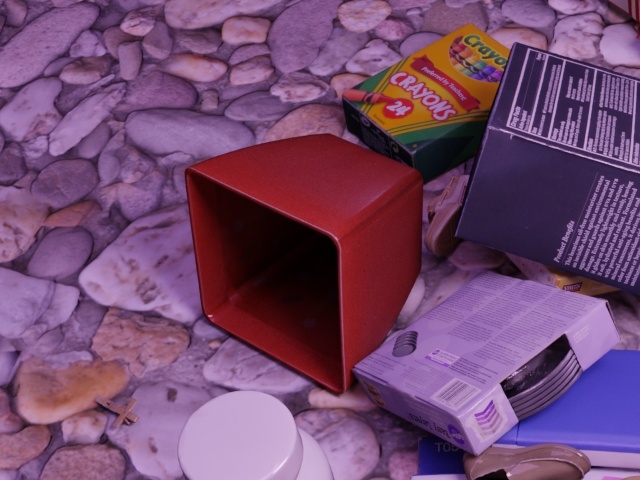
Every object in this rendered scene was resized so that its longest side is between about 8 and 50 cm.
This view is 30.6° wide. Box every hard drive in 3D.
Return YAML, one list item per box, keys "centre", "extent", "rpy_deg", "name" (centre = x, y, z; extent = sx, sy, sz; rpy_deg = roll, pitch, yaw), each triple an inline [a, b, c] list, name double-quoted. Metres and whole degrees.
- centre: [0.380, 0.200, 1.417]
  extent: [0.319, 0.040, 0.210]
  rpy_deg: [1, 27, 16]
  name: "hard drive"

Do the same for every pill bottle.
- centre: [-0.059, 0.302, 1.287]
  extent: [0.169, 0.301, 0.169]
  rpy_deg: [-7, 46, 7]
  name: "pill bottle"

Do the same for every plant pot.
- centre: [0.000, 0.000, 1.613]
  extent: [0.267, 0.267, 0.236]
  rpy_deg: [25, 45, 32]
  name: "plant pot"

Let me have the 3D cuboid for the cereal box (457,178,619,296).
- centre: [0.326, -0.013, 1.640]
  extent: [0.173, 0.047, 0.240]
  rpy_deg: [-8, 40, -26]
  name: "cereal box"

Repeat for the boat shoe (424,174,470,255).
- centre: [0.186, -0.039, 1.730]
  extent: [0.059, 0.063, 0.170]
  rpy_deg: [12, 41, 27]
  name: "boat shoe"

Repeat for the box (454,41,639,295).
- centre: [0.357, -0.100, 1.566]
  extent: [0.294, 0.182, 0.296]
  rpy_deg: [19, 34, 6]
  name: "box"

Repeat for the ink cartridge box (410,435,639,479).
- centre: [0.265, 0.339, 1.340]
  extent: [0.324, 0.071, 0.330]
  rpy_deg: [-5, 47, 9]
  name: "ink cartridge box"

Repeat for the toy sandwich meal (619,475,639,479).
- centre: [0.353, 0.298, 1.295]
  extent: [0.086, 0.029, 0.085]
  rpy_deg: [-3, 43, 3]
  name: "toy sandwich meal"

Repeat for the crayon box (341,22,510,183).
- centre: [0.220, -0.236, 1.893]
  extent: [0.319, 0.081, 0.202]
  rpy_deg: [-31, 47, -17]
  name: "crayon box"

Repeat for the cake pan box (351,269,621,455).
- centre: [0.205, 0.142, 1.468]
  extent: [0.246, 0.070, 0.267]
  rpy_deg: [-36, 22, -19]
  name: "cake pan box"

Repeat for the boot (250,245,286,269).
- centre: [-0.116, -0.019, 1.787]
  extent: [0.085, 0.059, 0.158]
  rpy_deg: [-30, 56, -19]
  name: "boot"

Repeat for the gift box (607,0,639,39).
- centre: [0.607, -0.457, 1.886]
  extent: [0.255, 0.258, 0.276]
  rpy_deg: [-18, 38, -5]
  name: "gift box"

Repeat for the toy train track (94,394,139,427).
- centre: [-0.278, 0.234, 1.609]
  extent: [0.083, 0.014, 0.048]
  rpy_deg: [20, 61, 36]
  name: "toy train track"

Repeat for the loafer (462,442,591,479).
- centre: [0.234, 0.267, 1.338]
  extent: [0.148, 0.056, 0.050]
  rpy_deg: [-7, 42, 22]
  name: "loafer"
